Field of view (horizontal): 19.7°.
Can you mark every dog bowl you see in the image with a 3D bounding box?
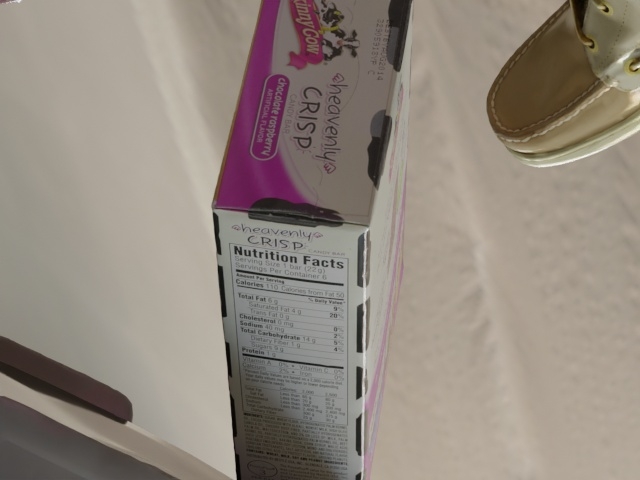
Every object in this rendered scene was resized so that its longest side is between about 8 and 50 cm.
[{"bbox_3d":[-0.141,0.119,0.898,0.349,0.102,0.349,26,-3,1],"label":"dog bowl"}]

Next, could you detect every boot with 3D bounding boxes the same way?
[{"bbox_3d":[0.143,-0.154,0.979,0.262,0.203,0.095,-37,-130,32],"label":"boot"}]

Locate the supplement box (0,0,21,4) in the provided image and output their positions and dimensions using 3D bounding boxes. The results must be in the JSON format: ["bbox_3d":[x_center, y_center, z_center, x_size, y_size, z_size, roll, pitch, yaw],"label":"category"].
[{"bbox_3d":[-0.267,-0.232,1.470,0.043,0.055,0.083,33,-54,32],"label":"supplement box"}]

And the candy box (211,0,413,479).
[{"bbox_3d":[0.000,0.000,0.881,0.071,0.159,0.233,7,-38,5],"label":"candy box"}]
